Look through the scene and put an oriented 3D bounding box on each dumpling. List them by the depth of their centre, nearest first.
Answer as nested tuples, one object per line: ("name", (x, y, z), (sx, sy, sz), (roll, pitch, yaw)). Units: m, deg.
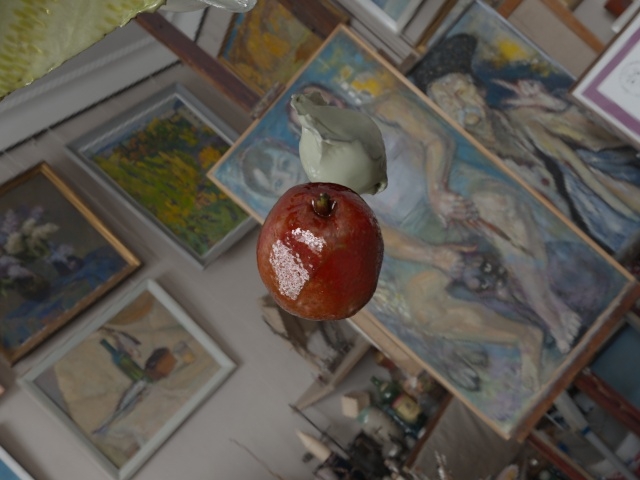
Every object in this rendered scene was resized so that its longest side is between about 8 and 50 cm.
("dumpling", (0.031, -0.169, 1.146), (0.147, 0.193, 0.258), (-36, -40, 18))

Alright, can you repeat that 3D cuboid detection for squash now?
("squash", (-0.278, -0.202, 0.712), (0.252, 0.169, 0.093), (-61, 27, 19))

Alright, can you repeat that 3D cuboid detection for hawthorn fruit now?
("hawthorn fruit", (0.000, 0.000, 0.944), (0.196, 0.196, 0.226), (-45, -22, -29))

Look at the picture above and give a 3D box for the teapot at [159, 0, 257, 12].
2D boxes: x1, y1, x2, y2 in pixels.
("teapot", (-0.236, -0.436, 1.001), (0.204, 0.297, 0.140), (118, 157, -53))
